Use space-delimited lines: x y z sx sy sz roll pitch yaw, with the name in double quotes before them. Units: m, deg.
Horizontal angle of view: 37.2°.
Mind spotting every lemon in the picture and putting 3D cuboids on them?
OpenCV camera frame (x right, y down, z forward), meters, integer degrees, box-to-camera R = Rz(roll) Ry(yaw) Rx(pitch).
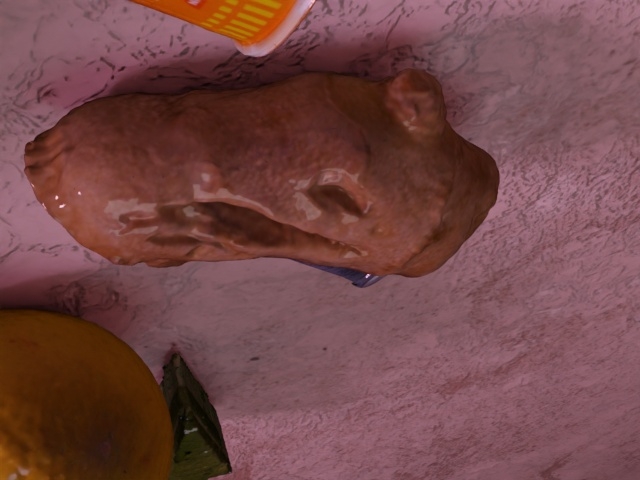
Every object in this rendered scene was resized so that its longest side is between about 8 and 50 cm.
"lemon" -0.262 0.181 0.842 0.268 0.267 0.267 -12 152 -6

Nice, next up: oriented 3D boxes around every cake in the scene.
"cake" -0.141 0.205 1.095 0.099 0.100 0.235 -6 152 -21

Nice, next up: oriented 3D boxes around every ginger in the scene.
"ginger" -0.024 -0.044 0.664 0.354 0.126 0.190 -3 146 -23

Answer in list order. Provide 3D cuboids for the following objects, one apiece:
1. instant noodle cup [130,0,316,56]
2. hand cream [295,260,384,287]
"instant noodle cup" -0.092 -0.172 0.377 0.185 0.168 0.168 8 145 -25
"hand cream" 0.000 0.000 0.838 0.088 0.055 0.256 -40 147 22
